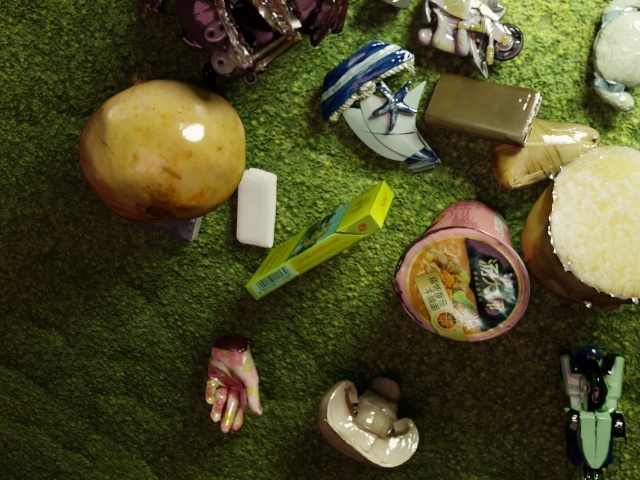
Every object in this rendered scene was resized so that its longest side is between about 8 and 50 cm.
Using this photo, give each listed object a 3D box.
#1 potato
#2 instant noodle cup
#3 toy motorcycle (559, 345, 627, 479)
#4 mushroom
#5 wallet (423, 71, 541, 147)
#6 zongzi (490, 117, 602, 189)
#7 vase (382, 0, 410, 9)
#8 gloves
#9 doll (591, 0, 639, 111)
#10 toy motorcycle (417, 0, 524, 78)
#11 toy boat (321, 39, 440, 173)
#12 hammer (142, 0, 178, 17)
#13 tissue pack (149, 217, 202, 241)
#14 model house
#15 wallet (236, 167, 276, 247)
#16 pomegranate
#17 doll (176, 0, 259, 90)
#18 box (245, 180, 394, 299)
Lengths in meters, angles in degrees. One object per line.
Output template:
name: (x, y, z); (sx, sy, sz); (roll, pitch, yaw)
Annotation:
potato: (0.478, 0.007, 1.064); (0.289, 0.300, 0.237); (10, 158, -10)
instant noodle cup: (0.284, 0.037, 1.145); (0.244, 0.255, 0.243); (7, 114, 16)
toy motorcycle: (0.581, 0.392, 1.255); (0.125, 0.196, 0.331); (-1, 99, 17)
mushroom: (0.108, 0.438, 1.431); (0.254, 0.195, 0.189); (34, 151, -6)
wallet: (0.302, -0.247, 1.093); (0.198, 0.031, 0.110); (21, 89, 28)
zongzi: (0.408, -0.209, 1.103); (0.195, 0.099, 0.197); (-17, 86, 13)
vase: (0.172, -0.537, 1.028); (0.115, 0.115, 0.237); (27, 122, 5)
gloves: (-0.227, 0.380, 1.530); (0.145, 0.126, 0.241); (-1, 111, -8)
doll: (0.530, -0.332, 1.014); (0.104, 0.071, 0.214); (4, 110, 14)
toy motorcycle: (0.255, -0.398, 1.072); (0.152, 0.073, 0.225); (-38, 94, 25)
toy boat: (0.144, -0.271, 1.168); (0.292, 0.070, 0.210); (31, 122, -1)
hammer: (-0.267, -0.580, 1.185); (0.125, 0.027, 0.297); (47, 117, -5)
tissue pack: (-0.361, -0.078, 1.414); (0.156, 0.051, 0.112); (23, 114, 8)
model house: (-0.037, -0.501, 1.001); (0.283, 0.317, 0.297); (-17, 122, 23)
wallet: (-0.150, -0.076, 1.358); (0.095, 0.033, 0.189); (9, 115, 12)
pomegranate: (-0.326, -0.199, 1.218); (0.338, 0.338, 0.338); (6, 114, 15)
doll: (-0.197, -0.432, 1.174); (0.182, 0.117, 0.257); (-26, 99, 10)
box: (0.000, 0.000, 1.256); (0.335, 0.187, 0.047); (-30, 103, 26)
